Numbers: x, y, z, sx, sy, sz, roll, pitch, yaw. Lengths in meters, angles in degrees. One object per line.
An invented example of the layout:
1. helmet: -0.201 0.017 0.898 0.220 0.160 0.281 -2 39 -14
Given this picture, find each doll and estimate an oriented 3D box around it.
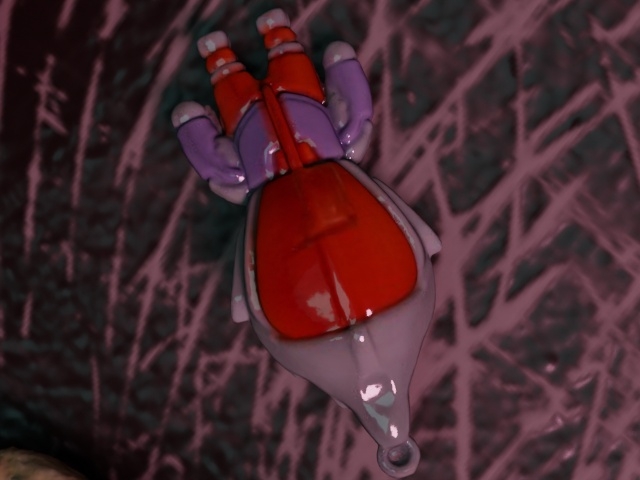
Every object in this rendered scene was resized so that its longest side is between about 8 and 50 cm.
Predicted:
1. doll: 0.000 0.000 0.585 0.102 0.075 0.228 -23 78 2

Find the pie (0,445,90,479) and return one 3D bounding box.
1. pie: -0.147 0.267 0.598 0.337 0.075 0.338 -2 86 27
